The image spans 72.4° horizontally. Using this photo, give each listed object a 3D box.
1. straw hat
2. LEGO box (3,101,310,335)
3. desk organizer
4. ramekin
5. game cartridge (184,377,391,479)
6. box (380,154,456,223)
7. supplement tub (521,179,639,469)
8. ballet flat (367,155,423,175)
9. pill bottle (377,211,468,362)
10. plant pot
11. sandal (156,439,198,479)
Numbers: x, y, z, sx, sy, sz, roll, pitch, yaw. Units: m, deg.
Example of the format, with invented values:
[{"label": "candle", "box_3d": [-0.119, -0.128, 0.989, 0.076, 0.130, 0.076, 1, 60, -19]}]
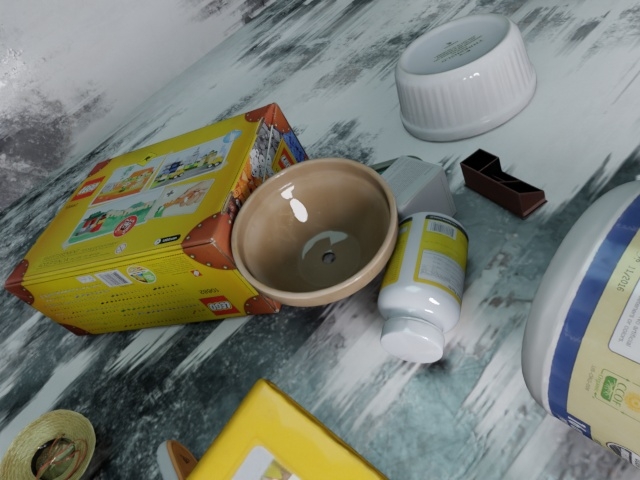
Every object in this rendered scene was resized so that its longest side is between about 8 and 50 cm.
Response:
[{"label": "straw hat", "box_3d": [-0.399, 0.337, 0.668, 0.145, 0.061, 0.144, -5, 49, 6]}, {"label": "LEGO box", "box_3d": [-0.299, -0.033, 0.878, 0.501, 0.193, 0.372, -10, 44, 24]}, {"label": "desk organizer", "box_3d": [0.276, -0.090, 0.670, 0.047, 0.050, 0.130, -36, 39, -4]}, {"label": "ramekin", "box_3d": [0.272, -0.330, 0.861, 0.273, 0.127, 0.272, -18, 41, 17]}, {"label": "game cartridge", "box_3d": [-0.039, 0.326, 0.339, 0.285, 0.052, 0.323, 32, 76, 23]}, {"label": "box", "box_3d": [0.140, -0.059, 0.687, 0.102, 0.101, 0.087, -43, 41, -13]}, {"label": "supplement tub", "box_3d": [0.338, 0.098, 0.294, 0.228, 0.228, 0.316, -45, 40, -15]}, {"label": "ballet flat", "box_3d": [0.093, -0.106, 0.810, 0.213, 0.072, 0.068, -10, 17, 24]}, {"label": "pill bottle", "box_3d": [0.132, 0.058, 0.570, 0.103, 0.103, 0.184, -4, 47, 31]}, {"label": "plant pot", "box_3d": [0.000, 0.000, 0.642, 0.238, 0.109, 0.237, -9, 55, 13]}, {"label": "sandal", "box_3d": [-0.111, 0.292, 0.491, 0.076, 0.102, 0.265, -47, 39, -13]}]
